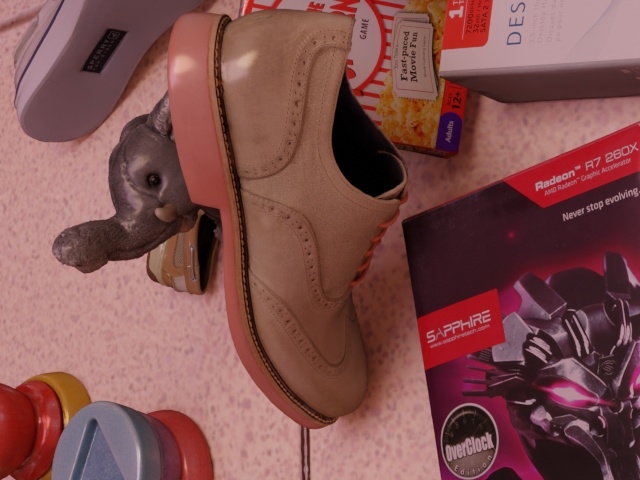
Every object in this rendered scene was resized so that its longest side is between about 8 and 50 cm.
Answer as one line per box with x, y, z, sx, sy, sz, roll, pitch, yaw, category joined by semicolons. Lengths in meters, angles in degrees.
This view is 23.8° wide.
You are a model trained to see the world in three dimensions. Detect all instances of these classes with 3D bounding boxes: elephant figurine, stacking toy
-0.105;-0.066;1.287;0.169;0.239;0.186;-61;34;23;elephant figurine
-0.258;0.271;1.448;0.309;0.130;0.279;6;85;44;stacking toy

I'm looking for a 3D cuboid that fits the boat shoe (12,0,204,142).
-0.205;-0.269;1.522;0.367;0.136;0.156;-49;49;37;boat shoe

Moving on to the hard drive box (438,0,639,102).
0.214;-0.203;1.135;0.232;0.089;0.181;1;81;43;hard drive box

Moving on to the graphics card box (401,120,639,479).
0.193;0.124;1.085;0.233;0.094;0.371;-22;68;39;graphics card box

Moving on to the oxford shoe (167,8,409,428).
0.000;0.000;1.159;0.146;0.397;0.140;-5;44;12;oxford shoe

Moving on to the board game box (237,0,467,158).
0.026;-0.155;1.239;0.045;0.193;0.147;164;114;-80;board game box

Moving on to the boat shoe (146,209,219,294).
-0.104;-0.041;1.423;0.072;0.068;0.190;20;105;31;boat shoe
